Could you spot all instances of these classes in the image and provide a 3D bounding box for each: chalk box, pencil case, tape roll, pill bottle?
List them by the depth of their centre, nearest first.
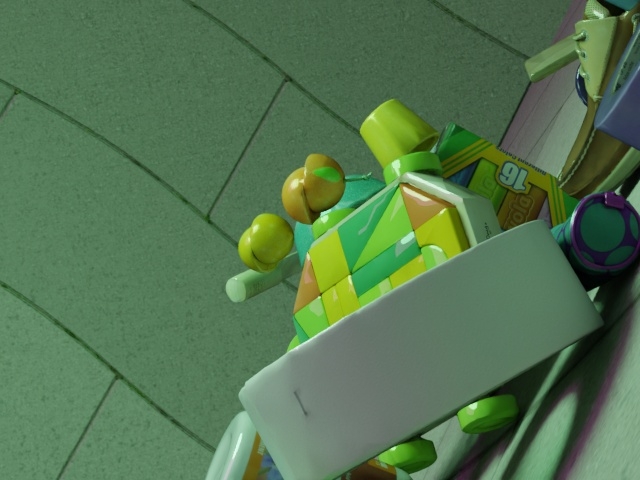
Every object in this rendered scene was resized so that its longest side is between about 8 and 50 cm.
[{"bbox_3d":[0.078,0.095,1.365,0.286,0.100,0.286,-29,-7,-4],"label":"tape roll"},{"bbox_3d":[0.298,-0.155,1.378,0.189,0.080,0.189,-63,-1,-3],"label":"tape roll"},{"bbox_3d":[0.223,0.003,1.425,0.070,0.064,0.152,-63,-1,-10],"label":"pencil case"},{"bbox_3d":[0.008,0.239,1.500,0.121,0.216,0.121,-158,90,-81],"label":"pill bottle"},{"bbox_3d":[0.138,0.059,1.829,0.289,0.179,0.180,-63,1,-33],"label":"chalk box"}]

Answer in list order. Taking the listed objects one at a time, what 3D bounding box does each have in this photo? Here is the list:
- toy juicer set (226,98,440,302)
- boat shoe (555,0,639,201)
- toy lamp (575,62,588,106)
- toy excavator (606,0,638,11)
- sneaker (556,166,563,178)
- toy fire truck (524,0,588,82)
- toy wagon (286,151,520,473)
[{"bbox_3d":[0.000,0.000,1.840,0.209,0.089,0.329,-33,-15,-33],"label":"toy juicer set"},{"bbox_3d":[0.294,-0.187,1.583,0.324,0.120,0.122,-62,-1,28],"label":"boat shoe"},{"bbox_3d":[0.307,-0.176,1.799,0.080,0.080,0.274,-62,-7,2],"label":"toy lamp"},{"bbox_3d":[0.168,-0.306,1.212,0.222,0.445,0.433,-61,-1,-14],"label":"toy excavator"},{"bbox_3d":[0.284,-0.052,2.006,0.083,0.032,0.037,110,173,-48],"label":"sneaker"},{"bbox_3d":[0.344,-0.275,2.056,0.217,0.158,0.246,-62,-12,-60],"label":"toy fire truck"},{"bbox_3d":[0.058,0.089,1.658,0.344,0.068,0.267,-36,61,43],"label":"toy wagon"}]
